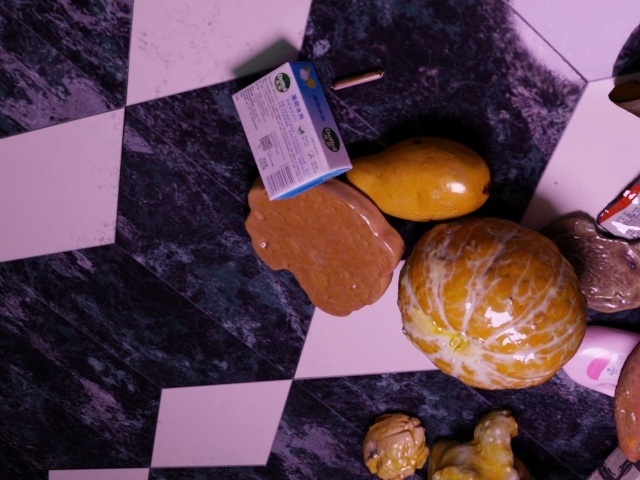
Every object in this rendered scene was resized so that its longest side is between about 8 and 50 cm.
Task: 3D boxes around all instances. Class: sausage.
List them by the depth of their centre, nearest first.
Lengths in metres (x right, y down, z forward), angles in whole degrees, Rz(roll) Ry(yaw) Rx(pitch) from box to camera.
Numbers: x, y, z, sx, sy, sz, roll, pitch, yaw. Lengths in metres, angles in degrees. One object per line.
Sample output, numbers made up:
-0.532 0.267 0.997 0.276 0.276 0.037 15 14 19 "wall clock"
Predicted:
0.060 -0.264 1.608 0.100 0.015 0.015 -11 125 30 "sausage"

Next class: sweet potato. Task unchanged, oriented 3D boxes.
0.574 0.218 1.679 0.109 0.109 0.385 13 116 12 "sweet potato"

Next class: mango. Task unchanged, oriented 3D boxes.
0.167 -0.106 1.646 0.262 0.109 0.157 8 141 36 "mango"

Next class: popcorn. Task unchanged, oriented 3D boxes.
0.332 0.535 2.049 0.326 0.290 0.321 30 148 37 "popcorn"
0.163 0.452 2.138 0.152 0.148 0.167 8 164 -33 "popcorn"

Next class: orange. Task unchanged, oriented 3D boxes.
0.293 0.103 1.668 0.329 0.249 0.329 20 142 16 "orange"

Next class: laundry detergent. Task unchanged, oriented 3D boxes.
0.542 0.226 1.806 0.335 0.088 0.159 17 129 9 "laundry detergent"

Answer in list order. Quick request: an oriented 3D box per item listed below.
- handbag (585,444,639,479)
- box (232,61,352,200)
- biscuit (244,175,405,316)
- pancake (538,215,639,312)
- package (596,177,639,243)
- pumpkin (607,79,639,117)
0.668 0.533 1.902 0.327 0.162 0.325 38 99 -18 "handbag"
-0.049 -0.182 1.625 0.139 0.073 0.194 -23 85 36 "box"
0.000 0.000 1.804 0.312 0.057 0.351 30 146 12 "biscuit"
0.479 0.047 1.700 0.235 0.029 0.211 15 138 19 "pancake"
0.588 -0.015 1.602 0.232 0.040 0.166 34 140 0 "package"
0.542 -0.204 1.375 0.254 0.149 0.130 -27 108 37 "pumpkin"
